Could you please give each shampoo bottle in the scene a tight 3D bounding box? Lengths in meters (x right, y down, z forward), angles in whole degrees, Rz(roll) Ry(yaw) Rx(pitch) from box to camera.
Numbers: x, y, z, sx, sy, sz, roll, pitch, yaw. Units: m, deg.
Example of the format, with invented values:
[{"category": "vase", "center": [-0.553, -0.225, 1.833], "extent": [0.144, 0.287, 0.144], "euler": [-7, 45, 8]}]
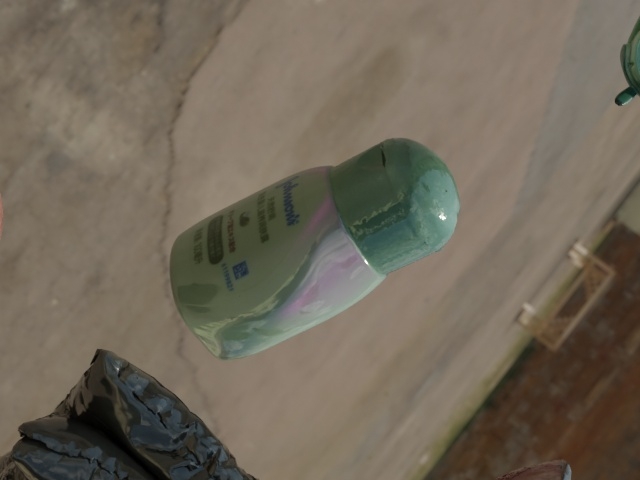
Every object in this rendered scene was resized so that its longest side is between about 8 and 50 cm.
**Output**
[{"category": "shampoo bottle", "center": [0.000, 0.000, 1.653], "extent": [0.350, 0.151, 0.221], "euler": [-25, -147, 15]}]

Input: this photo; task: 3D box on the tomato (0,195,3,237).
[{"category": "tomato", "center": [-0.475, -0.039, 1.484], "extent": [0.270, 0.227, 0.270], "euler": [-8, 172, -1]}]

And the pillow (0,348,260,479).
[{"category": "pillow", "center": [-0.124, 0.202, 0.932], "extent": [0.101, 0.228, 0.326], "euler": [-52, -173, -29]}]

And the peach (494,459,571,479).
[{"category": "peach", "center": [0.078, 0.246, 0.789], "extent": [0.189, 0.068, 0.279], "euler": [88, 23, -46]}]

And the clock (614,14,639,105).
[{"category": "clock", "center": [0.358, -0.183, 1.427], "extent": [0.135, 0.101, 0.041], "euler": [-59, 179, 2]}]
